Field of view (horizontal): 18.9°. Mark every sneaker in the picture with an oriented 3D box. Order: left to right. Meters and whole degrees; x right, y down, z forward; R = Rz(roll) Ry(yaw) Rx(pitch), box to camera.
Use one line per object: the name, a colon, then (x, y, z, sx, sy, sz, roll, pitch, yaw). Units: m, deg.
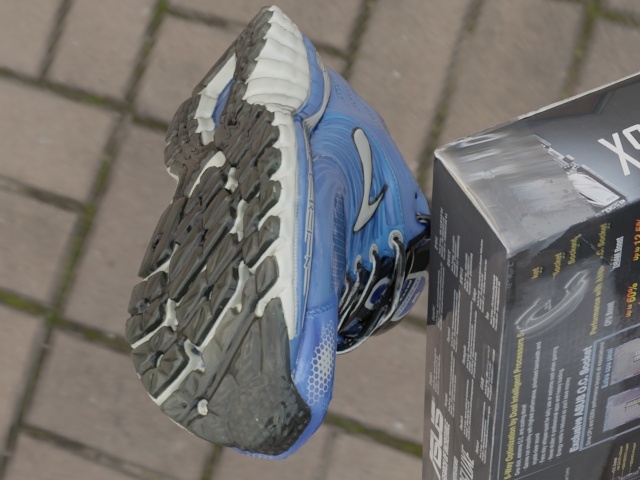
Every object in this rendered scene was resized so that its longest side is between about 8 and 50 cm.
sneaker: (0.000, 0.000, 0.966, 0.147, 0.330, 0.130, 33, 118, -16)

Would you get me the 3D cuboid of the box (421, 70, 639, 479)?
box: (0.175, 0.043, 0.996, 0.242, 0.307, 0.076, -21, 50, -16)
